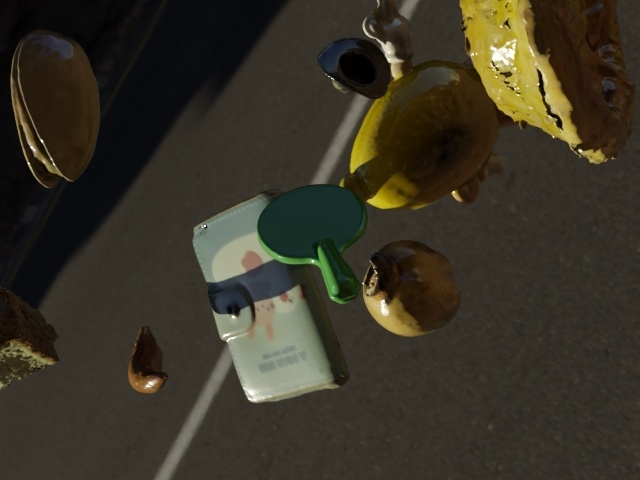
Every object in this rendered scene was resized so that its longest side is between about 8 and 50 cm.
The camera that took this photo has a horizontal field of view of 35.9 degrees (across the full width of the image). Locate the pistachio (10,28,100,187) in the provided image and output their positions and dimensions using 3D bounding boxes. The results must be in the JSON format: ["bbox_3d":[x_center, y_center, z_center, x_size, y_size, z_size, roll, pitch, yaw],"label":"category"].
[{"bbox_3d":[-0.384,-0.190,1.421,0.136,0.135,0.226,-6,89,56],"label":"pistachio"}]

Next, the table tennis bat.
[{"bbox_3d":[0.000,0.000,1.378,0.160,0.039,0.257,-19,38,-5],"label":"table tennis bat"}]

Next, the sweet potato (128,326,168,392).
[{"bbox_3d":[-0.303,0.224,1.738,0.078,0.058,0.255,-55,19,3],"label":"sweet potato"}]

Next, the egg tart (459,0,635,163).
[{"bbox_3d":[0.236,-0.230,1.041,0.132,0.341,0.341,-10,53,28],"label":"egg tart"}]

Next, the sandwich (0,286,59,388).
[{"bbox_3d":[-0.706,0.228,1.951,0.325,0.262,0.131,-26,74,-3],"label":"sandwich"}]

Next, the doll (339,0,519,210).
[{"bbox_3d":[0.215,-0.225,1.617,0.161,0.423,0.348,8,100,64],"label":"doll"}]

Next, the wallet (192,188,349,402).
[{"bbox_3d":[-0.096,0.110,1.768,0.252,0.083,0.360,-21,87,39],"label":"wallet"}]

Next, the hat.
[{"bbox_3d":[0.046,-0.247,1.469,0.050,0.121,0.121,131,153,-51],"label":"hat"}]

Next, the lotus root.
[{"bbox_3d":[0.116,0.063,1.327,0.118,0.221,0.125,-43,62,21],"label":"lotus root"}]
